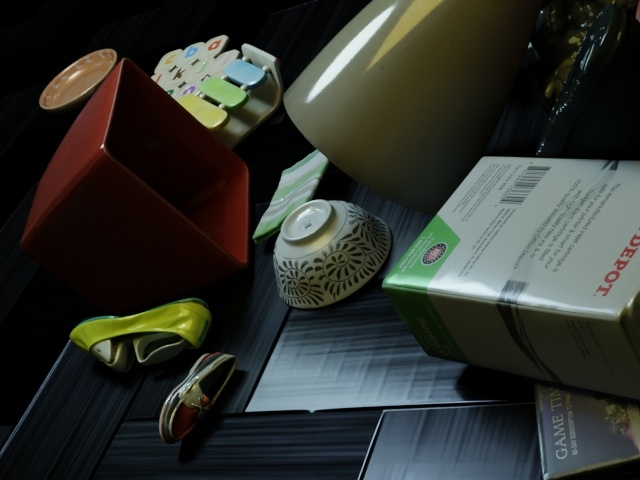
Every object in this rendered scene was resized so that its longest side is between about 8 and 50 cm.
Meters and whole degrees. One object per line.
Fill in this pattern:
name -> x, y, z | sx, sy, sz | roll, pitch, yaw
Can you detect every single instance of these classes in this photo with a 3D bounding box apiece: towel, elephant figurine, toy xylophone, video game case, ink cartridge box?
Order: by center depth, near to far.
video game case -> 0.332, 0.119, 0.994 | 0.274, 0.026, 0.196 | -21, 35, 22
ink cartridge box -> 0.240, 0.027, 1.058 | 0.289, 0.121, 0.211 | 7, 48, 49
elephant figurine -> 0.317, -0.191, 1.304 | 0.169, 0.186, 0.239 | 134, 140, -57
towel -> -0.039, -0.069, 1.524 | 0.113, 0.023, 0.152 | -34, 22, 41
toy xylophone -> -0.213, -0.206, 1.823 | 0.323, 0.081, 0.236 | -47, 40, -18

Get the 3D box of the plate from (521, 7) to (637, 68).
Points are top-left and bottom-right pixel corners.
plate -> 0.331, -0.334, 1.543 | 0.278, 0.045, 0.277 | -25, 27, 14

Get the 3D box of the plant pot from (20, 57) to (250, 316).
plant pot -> -0.278, -0.050, 1.557 | 0.235, 0.267, 0.267 | -37, 30, 22

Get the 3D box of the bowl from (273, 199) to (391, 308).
bowl -> 0.000, 0.000, 1.387 | 0.170, 0.080, 0.170 | -22, 35, 17

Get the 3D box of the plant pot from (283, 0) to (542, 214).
plant pot -> 0.134, -0.217, 1.293 | 0.274, 0.256, 0.256 | -55, 26, 22

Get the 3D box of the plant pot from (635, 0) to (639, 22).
plant pot -> 0.485, -0.216, 1.098 | 0.272, 0.272, 0.265 | -42, 25, -12

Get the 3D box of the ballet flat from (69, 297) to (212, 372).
ballet flat -> -0.249, 0.136, 1.444 | 0.231, 0.077, 0.077 | -14, 54, 25

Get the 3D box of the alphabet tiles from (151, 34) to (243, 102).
alphabet tiles -> -0.282, -0.286, 2.057 | 0.284, 0.021, 0.278 | -11, 42, 32

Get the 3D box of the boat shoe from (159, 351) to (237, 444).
boat shoe -> -0.148, 0.190, 1.304 | 0.043, 0.049, 0.137 | -3, 39, 36

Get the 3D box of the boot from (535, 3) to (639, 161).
boot -> 0.338, -0.118, 1.049 | 0.207, 0.246, 0.094 | 19, 68, 6

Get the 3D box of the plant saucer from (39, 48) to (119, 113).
plant saucer -> -0.515, -0.338, 2.314 | 0.200, 0.037, 0.200 | -22, 35, 17
